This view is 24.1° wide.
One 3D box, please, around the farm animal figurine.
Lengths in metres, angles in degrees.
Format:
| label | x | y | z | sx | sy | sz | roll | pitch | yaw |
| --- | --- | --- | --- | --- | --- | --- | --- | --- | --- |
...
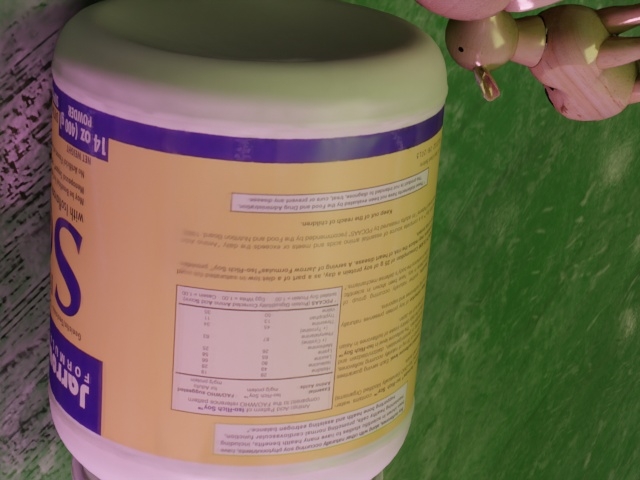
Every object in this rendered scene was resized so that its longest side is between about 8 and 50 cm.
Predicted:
| label | x | y | z | sx | sy | sz | roll | pitch | yaw |
| --- | --- | --- | --- | --- | --- | --- | --- | --- | --- |
| farm animal figurine | 0.117 | -0.205 | 0.919 | 0.327 | 0.172 | 0.330 | -47 | 123 | -62 |

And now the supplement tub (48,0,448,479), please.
| label | x | y | z | sx | sy | sz | roll | pitch | yaw |
| --- | --- | --- | --- | --- | --- | --- | --- | --- | --- |
| supplement tub | -0.052 | 0.023 | 0.955 | 0.241 | 0.241 | 0.331 | -24 | 125 | -53 |
